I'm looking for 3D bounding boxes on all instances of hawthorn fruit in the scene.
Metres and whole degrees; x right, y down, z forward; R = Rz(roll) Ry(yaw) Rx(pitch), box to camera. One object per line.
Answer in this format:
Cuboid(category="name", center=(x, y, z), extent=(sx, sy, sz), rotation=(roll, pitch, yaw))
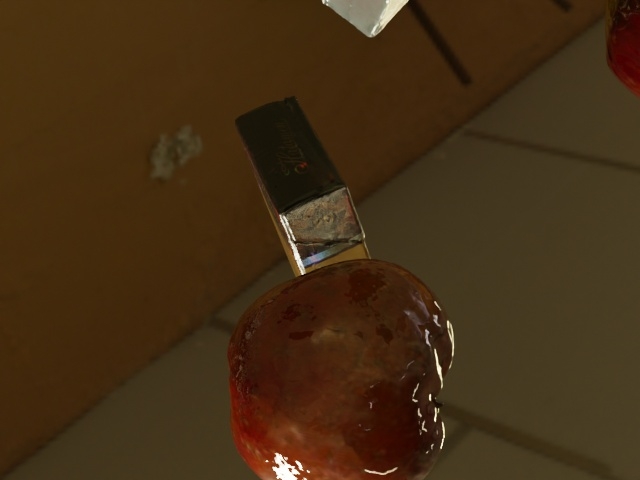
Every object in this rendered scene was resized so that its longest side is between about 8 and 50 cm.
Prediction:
Cuboid(category="hawthorn fruit", center=(0.027, 0.166, 1.477), extent=(0.284, 0.284, 0.284), rotation=(-6, -147, 4))

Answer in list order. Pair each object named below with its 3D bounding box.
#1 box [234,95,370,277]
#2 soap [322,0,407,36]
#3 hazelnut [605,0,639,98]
Cuboid(category="box", center=(-0.001, 0.000, 2.072), extent=(0.116, 0.415, 0.264), rotation=(-22, -138, -3))
Cuboid(category="soap", center=(0.133, -0.427, 1.552), extent=(0.107, 0.285, 0.296), rotation=(39, -108, 6))
Cuboid(category="hazelnut", center=(0.369, -0.217, 1.139), extent=(0.217, 0.251, 0.217), rotation=(13, -145, -9))
